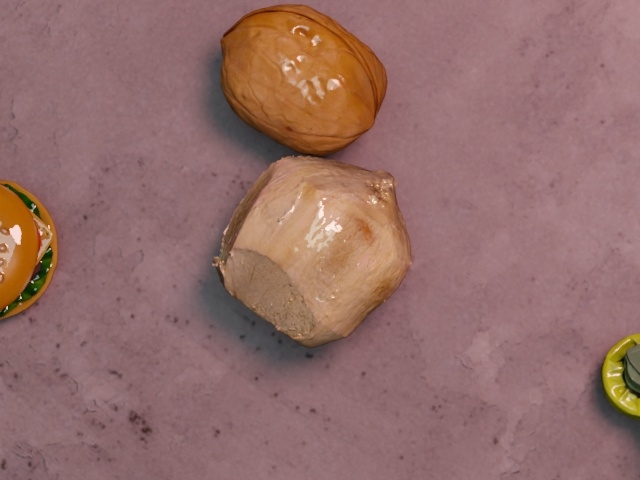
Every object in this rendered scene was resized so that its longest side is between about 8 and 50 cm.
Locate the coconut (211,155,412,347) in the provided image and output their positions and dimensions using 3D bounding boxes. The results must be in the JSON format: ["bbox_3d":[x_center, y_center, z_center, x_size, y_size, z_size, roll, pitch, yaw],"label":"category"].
[{"bbox_3d":[0.003,0.002,1.379,0.194,0.194,0.194,0,88,4],"label":"coconut"}]

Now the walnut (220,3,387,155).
[{"bbox_3d":[-0.019,-0.165,1.405,0.180,0.144,0.144,28,90,6],"label":"walnut"}]

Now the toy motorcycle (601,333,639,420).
[{"bbox_3d":[0.435,0.199,1.351,0.200,0.191,0.326,-32,68,-5],"label":"toy motorcycle"}]

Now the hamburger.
[{"bbox_3d":[-0.352,0.008,1.435,0.162,0.115,0.162,0,86,4],"label":"hamburger"}]
